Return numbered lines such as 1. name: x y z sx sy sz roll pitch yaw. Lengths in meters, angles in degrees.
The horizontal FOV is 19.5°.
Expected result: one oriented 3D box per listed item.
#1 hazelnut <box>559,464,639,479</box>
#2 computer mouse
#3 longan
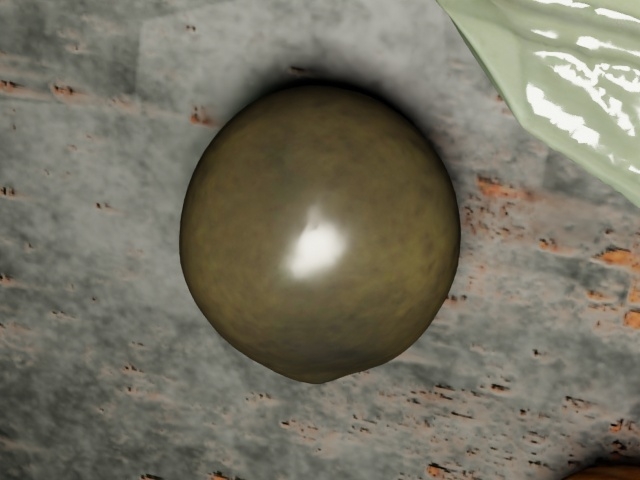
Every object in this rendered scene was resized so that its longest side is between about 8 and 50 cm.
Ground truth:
1. hazelnut: 0.214 0.259 1.178 0.217 0.217 0.251 -20 137 28
2. computer mouse: 0.216 -0.087 0.934 0.429 0.228 0.145 35 115 -8
3. longan: 0.000 0.000 1.102 0.167 0.167 0.187 8 145 14
